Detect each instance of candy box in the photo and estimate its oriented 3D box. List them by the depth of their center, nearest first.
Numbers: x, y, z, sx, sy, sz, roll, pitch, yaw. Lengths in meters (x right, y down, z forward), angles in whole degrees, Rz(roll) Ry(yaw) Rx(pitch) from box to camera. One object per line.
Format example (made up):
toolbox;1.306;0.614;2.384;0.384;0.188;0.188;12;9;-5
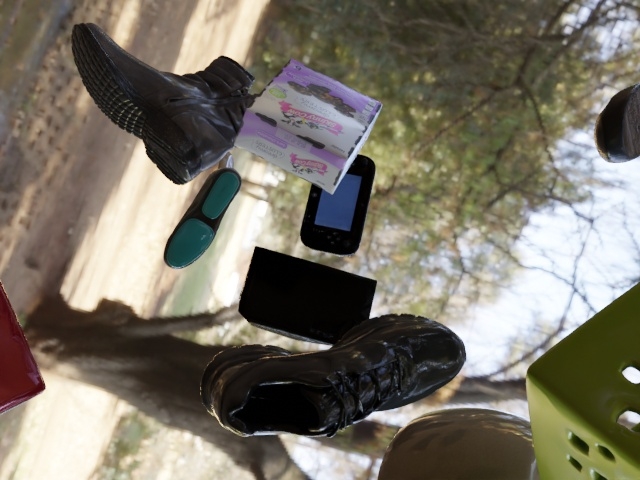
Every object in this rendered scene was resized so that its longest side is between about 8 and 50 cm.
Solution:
candy box;-0.014;-0.176;1.333;0.070;0.165;0.196;-65;177;37

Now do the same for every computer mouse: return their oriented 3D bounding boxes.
computer mouse;0.348;-0.146;0.954;0.242;0.041;0.071;-34;115;-42

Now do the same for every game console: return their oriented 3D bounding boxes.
game console;0.000;0.000;1.495;0.044;0.213;0.361;115;-11;-63

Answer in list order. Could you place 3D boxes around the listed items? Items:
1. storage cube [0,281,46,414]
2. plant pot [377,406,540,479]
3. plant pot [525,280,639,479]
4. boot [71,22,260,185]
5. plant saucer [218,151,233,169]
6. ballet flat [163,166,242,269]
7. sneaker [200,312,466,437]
storage cube;-0.391;0.092;0.767;0.184;0.193;0.215;-17;-173;47
plant pot;0.238;0.335;1.109;0.191;0.284;0.284;-31;-142;49
plant pot;0.316;0.160;0.685;0.207;0.227;0.228;46;-15;44
boot;-0.247;-0.262;1.508;0.223;0.338;0.118;-37;174;-31
plant saucer;-0.196;-0.150;1.848;0.083;0.015;0.083;7;90;-82
ballet flat;-0.215;-0.040;1.618;0.213;0.072;0.068;-57;-160;-5
sneaker;0.023;0.154;0.924;0.130;0.286;0.109;-144;-138;-74
